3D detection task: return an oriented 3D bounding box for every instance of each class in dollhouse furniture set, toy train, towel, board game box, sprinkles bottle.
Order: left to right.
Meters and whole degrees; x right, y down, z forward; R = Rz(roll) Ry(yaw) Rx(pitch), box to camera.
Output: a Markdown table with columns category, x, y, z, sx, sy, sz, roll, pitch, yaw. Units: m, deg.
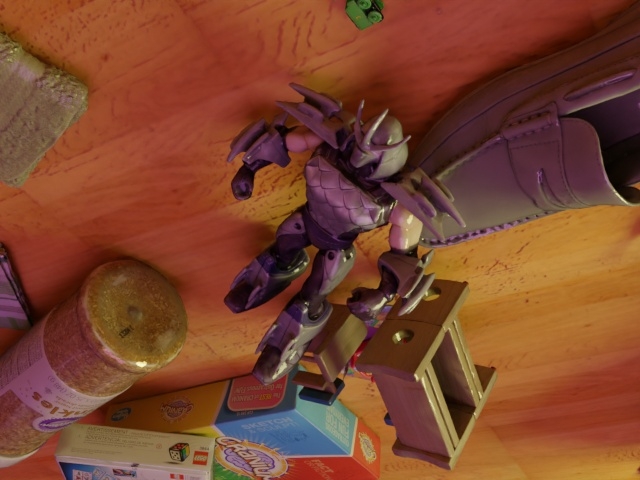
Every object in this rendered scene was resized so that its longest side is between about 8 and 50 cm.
| category | x | y | z | sx | sy | sz | roll | pitch | yaw |
| --- | --- | --- | --- | --- | --- | --- | --- | --- | --- |
| towel | -0.380 | 0.048 | 0.736 | 0.113 | 0.023 | 0.152 | 8 | 142 | -1 |
| towel | -0.258 | -0.104 | 0.533 | 0.110 | 0.027 | 0.148 | 33 | 134 | -28 |
| sprinkles bottle | -0.295 | 0.149 | 0.761 | 0.121 | 0.121 | 0.355 | 32 | 131 | -29 |
| board game box | -0.248 | 0.352 | 0.957 | 0.192 | 0.053 | 0.305 | 8 | 140 | -4 |
| board game box | -0.108 | 0.284 | 0.956 | 0.316 | 0.064 | 0.242 | -17 | 136 | 24 |
| toy train | 0.012 | -0.170 | 0.437 | 0.023 | 0.017 | 0.083 | -15 | 138 | 38 |
| dollhouse furniture set | 0.062 | 0.123 | 0.698 | 0.183 | 0.129 | 0.129 | 2 | 127 | 39 |
| board game box | 0.078 | 0.137 | 0.786 | 0.133 | 0.033 | 0.169 | 7 | 141 | -3 |

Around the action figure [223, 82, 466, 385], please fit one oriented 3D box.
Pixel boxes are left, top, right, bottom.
| category | x | y | z | sx | sy | sz | roll | pitch | yaw |
| --- | --- | --- | --- | --- | --- | --- | --- | --- | --- |
| action figure | 0.000 | 0.000 | 0.543 | 0.099 | 0.185 | 0.285 | -27 | 159 | -36 |

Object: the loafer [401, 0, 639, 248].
| category | x | y | z | sx | sy | sz | roll | pitch | yaw |
| --- | --- | --- | --- | --- | --- | --- | --- | --- | --- |
| loafer | 0.178 | -0.070 | 0.466 | 0.112 | 0.112 | 0.319 | 32 | 133 | -29 |
